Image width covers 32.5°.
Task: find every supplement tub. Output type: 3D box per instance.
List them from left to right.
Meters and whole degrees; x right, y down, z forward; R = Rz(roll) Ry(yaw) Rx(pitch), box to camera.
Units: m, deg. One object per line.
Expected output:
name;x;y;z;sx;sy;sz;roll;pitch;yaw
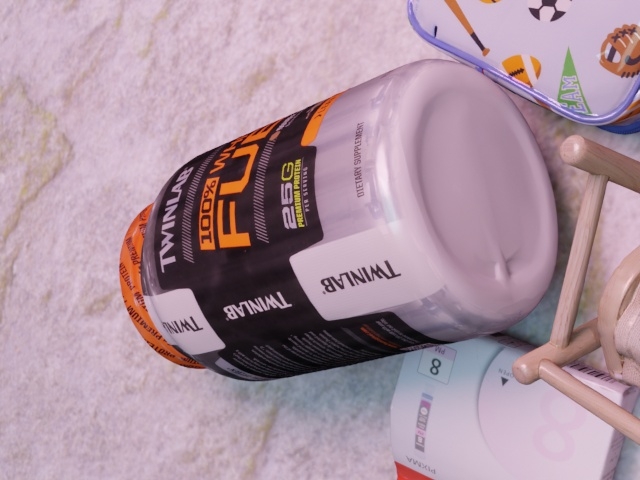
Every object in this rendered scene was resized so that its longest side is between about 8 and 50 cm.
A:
supplement tub;0.000;0.000;0.884;0.338;0.207;0.207;-18;80;42

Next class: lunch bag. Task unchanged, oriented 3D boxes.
lunch bag;0.207;-0.250;0.818;0.243;0.115;0.303;36;110;30

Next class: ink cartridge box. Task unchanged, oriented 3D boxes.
ink cartridge box;0.139;0.196;0.904;0.189;0.066;0.232;19;97;32

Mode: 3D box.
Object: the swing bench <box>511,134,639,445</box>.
swing bench;0.300;0.049;0.646;0.253;0.254;0.165;36;124;51
